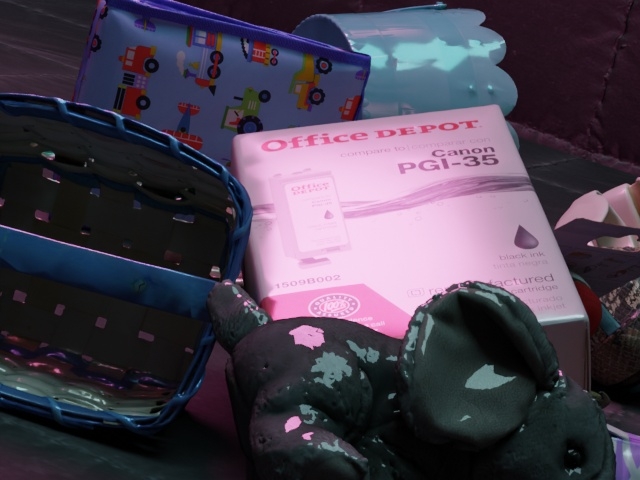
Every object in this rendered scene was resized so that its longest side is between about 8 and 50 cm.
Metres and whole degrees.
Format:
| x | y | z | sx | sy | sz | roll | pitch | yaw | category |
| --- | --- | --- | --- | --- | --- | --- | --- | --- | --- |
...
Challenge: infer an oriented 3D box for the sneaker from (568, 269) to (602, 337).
| x | y | z | sx | sy | sz | roll | pitch | yaw | category |
| --- | --- | --- | --- | --- | --- | --- | --- | --- | --- |
| 0.123 | 0.103 | 1.481 | 0.279 | 0.107 | 0.118 | -19 | 42 | -39 | sneaker |

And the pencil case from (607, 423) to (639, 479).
| x | y | z | sx | sy | sz | roll | pitch | yaw | category |
| --- | --- | --- | --- | --- | --- | --- | --- | --- | --- |
| 0.243 | 0.172 | 1.359 | 0.206 | 0.088 | 0.086 | 15 | 12 | -13 | pencil case |

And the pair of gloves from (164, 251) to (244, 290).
| x | y | z | sx | sy | sz | roll | pitch | yaw | category |
| --- | --- | --- | --- | --- | --- | --- | --- | --- | --- |
| -0.088 | 0.033 | 1.710 | 0.204 | 0.042 | 0.240 | 21 | 11 | 24 | pair of gloves |

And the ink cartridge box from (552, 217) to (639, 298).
| x | y | z | sx | sy | sz | roll | pitch | yaw | category |
| --- | --- | --- | --- | --- | --- | --- | --- | --- | --- |
| 0.168 | 0.021 | 1.622 | 0.189 | 0.232 | 0.066 | 7 | 55 | -46 | ink cartridge box |

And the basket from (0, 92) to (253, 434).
| x | y | z | sx | sy | sz | roll | pitch | yaw | category |
| --- | --- | --- | --- | --- | --- | --- | --- | --- | --- |
| -0.173 | 0.010 | 1.259 | 0.255 | 0.201 | 0.289 | 17 | 2 | 3 | basket |

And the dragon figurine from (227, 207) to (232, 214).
| x | y | z | sx | sy | sz | roll | pitch | yaw | category |
| --- | --- | --- | --- | --- | --- | --- | --- | --- | --- |
| 0.000 | 0.000 | 1.708 | 0.144 | 0.085 | 0.289 | 21 | 6 | -29 | dragon figurine |

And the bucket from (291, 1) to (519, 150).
| x | y | z | sx | sy | sz | roll | pitch | yaw | category |
| --- | --- | --- | --- | --- | --- | --- | --- | --- | --- |
| 0.071 | -0.121 | 2.147 | 0.183 | 0.281 | 0.281 | 2 | 16 | -25 | bucket |

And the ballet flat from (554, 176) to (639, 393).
| x | y | z | sx | sy | sz | roll | pitch | yaw | category |
| --- | --- | --- | --- | --- | --- | --- | --- | --- | --- |
| 0.324 | 0.022 | 1.980 | 0.182 | 0.164 | 0.483 | 51 | 19 | 7 | ballet flat |

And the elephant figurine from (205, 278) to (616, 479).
| x | y | z | sx | sy | sz | roll | pitch | yaw | category |
| --- | --- | --- | --- | --- | --- | --- | --- | --- | --- |
| 0.079 | 0.106 | 1.075 | 0.239 | 0.186 | 0.169 | -13 | 16 | -6 | elephant figurine |

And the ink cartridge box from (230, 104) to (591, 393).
| x | y | z | sx | sy | sz | roll | pitch | yaw | category |
| --- | --- | --- | --- | --- | --- | --- | --- | --- | --- |
| 0.052 | 0.030 | 1.354 | 0.207 | 0.117 | 0.283 | -7 | 33 | -4 | ink cartridge box |

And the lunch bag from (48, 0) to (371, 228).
| x | y | z | sx | sy | sz | roll | pitch | yaw | category |
| --- | --- | --- | --- | --- | --- | --- | --- | --- | --- |
| -0.093 | -0.101 | 1.904 | 0.293 | 0.221 | 0.138 | 14 | 11 | -10 | lunch bag |

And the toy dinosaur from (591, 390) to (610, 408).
| x | y | z | sx | sy | sz | roll | pitch | yaw | category |
| --- | --- | --- | --- | --- | --- | --- | --- | --- | --- |
| 0.188 | 0.130 | 1.587 | 0.093 | 0.053 | 0.183 | 23 | 12 | 39 | toy dinosaur |
